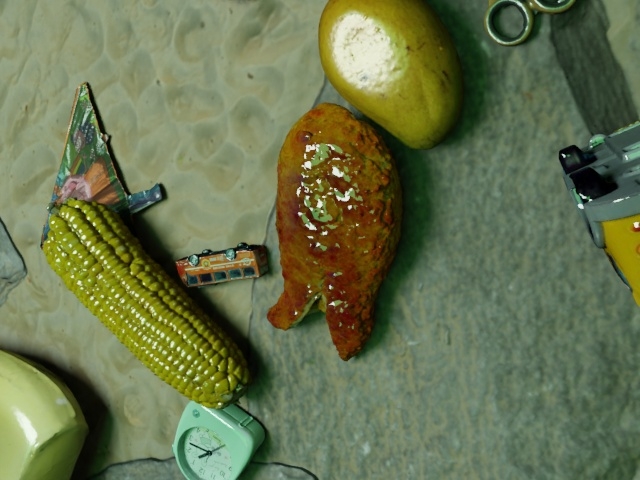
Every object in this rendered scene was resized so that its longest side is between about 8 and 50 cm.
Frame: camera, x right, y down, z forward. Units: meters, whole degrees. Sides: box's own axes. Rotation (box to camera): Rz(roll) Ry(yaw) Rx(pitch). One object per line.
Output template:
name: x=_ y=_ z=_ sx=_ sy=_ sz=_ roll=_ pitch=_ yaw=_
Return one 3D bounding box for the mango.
mango: x=0.069 y=-0.168 z=0.538 sx=0.165 sy=0.089 sz=0.115 roll=40 pitch=111 yaw=10

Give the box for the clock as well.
clock: x=-0.135 y=0.261 z=0.714 sx=0.101 sy=0.041 sz=0.135 roll=31 pitch=110 yaw=16

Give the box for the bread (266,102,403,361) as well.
bread: x=0.007 y=-0.001 z=0.587 sx=0.140 sy=0.095 sz=0.268 roll=19 pitch=109 yaw=28

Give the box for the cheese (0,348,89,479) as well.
cheese: x=-0.470 y=0.262 z=0.791 sx=0.316 sy=0.128 sz=0.259 roll=28 pitch=88 yaw=28

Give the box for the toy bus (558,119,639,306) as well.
toy bus: x=0.259 y=-0.021 z=0.416 sx=0.126 sy=0.209 sz=0.136 roll=-24 pitch=98 yaw=23

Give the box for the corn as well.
corn: x=-0.205 y=0.080 z=0.676 sx=0.313 sy=0.102 sz=0.102 roll=46 pitch=112 yaw=8

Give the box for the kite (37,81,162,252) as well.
kite: x=-0.296 y=-0.034 z=0.760 sx=0.234 sy=0.016 sz=0.320 roll=-22 pitch=87 yaw=26

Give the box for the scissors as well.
scissors: x=0.145 y=-0.285 z=0.528 sx=0.088 sy=0.017 sz=0.220 roll=-35 pitch=83 yaw=27

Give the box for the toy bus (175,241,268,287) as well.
toy bus: x=-0.115 y=0.030 z=0.679 sx=0.110 sy=0.031 sz=0.043 roll=-9 pitch=100 yaw=24
